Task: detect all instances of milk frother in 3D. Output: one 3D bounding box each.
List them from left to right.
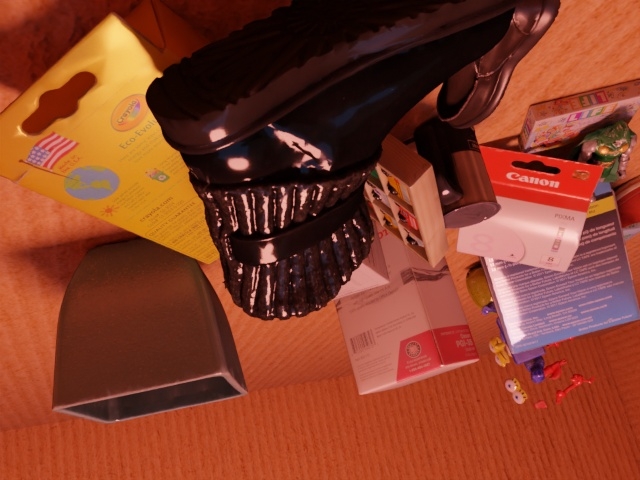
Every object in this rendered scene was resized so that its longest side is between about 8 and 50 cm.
[{"bbox_3d":[0.148,-0.082,0.895,0.129,0.135,0.143,4,155,-35],"label":"milk frother"}]

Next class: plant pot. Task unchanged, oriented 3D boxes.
[{"bbox_3d":[-0.271,0.134,1.055,0.247,0.252,0.247,-12,161,-3],"label":"plant pot"}]

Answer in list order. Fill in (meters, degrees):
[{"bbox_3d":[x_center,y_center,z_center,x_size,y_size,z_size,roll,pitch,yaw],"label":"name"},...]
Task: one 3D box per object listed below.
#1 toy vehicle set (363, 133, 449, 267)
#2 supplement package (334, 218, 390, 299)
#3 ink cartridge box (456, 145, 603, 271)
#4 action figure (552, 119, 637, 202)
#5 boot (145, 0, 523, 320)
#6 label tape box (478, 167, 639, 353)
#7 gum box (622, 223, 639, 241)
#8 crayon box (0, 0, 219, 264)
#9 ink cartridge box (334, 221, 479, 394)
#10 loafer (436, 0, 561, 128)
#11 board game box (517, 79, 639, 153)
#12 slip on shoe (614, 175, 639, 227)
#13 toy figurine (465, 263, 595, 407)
[{"bbox_3d":[0.080,-0.069,0.837,0.035,0.166,0.267,-47,155,-6],"label":"toy vehicle set"},{"bbox_3d":[0.000,0.000,1.028,0.139,0.134,0.244,-18,160,16],"label":"supplement package"},{"bbox_3d":[0.321,-0.042,1.048,0.189,0.066,0.232,12,155,13],"label":"ink cartridge box"},{"bbox_3d":[0.418,-0.117,1.003,0.137,0.064,0.232,-10,160,3],"label":"action figure"},{"bbox_3d":[0.036,-0.092,0.614,0.348,0.131,0.260,-26,133,-5],"label":"boot"},{"bbox_3d":[0.425,0.017,1.234,0.249,0.348,0.115,-18,-159,12],"label":"label tape box"},{"bbox_3d":[0.620,-0.005,1.515,0.184,0.041,0.157,-10,160,-10],"label":"gum box"},{"bbox_3d":[-0.153,-0.100,0.663,0.202,0.081,0.318,-33,147,19],"label":"crayon box"},{"bbox_3d":[0.137,0.112,1.198,0.117,0.283,0.207,2,156,-42],"label":"ink cartridge box"},{"bbox_3d":[0.162,-0.200,0.691,0.078,0.080,0.220,3,152,-12],"label":"loafer"},{"bbox_3d":[0.367,-0.172,0.938,0.154,0.026,0.103,-13,160,3],"label":"board game box"},{"bbox_3d":[0.657,-0.078,1.257,0.123,0.101,0.331,-1,158,-33],"label":"slip on shoe"},{"bbox_3d":[0.451,0.180,1.449,0.191,0.363,0.217,-23,160,10],"label":"toy figurine"}]
